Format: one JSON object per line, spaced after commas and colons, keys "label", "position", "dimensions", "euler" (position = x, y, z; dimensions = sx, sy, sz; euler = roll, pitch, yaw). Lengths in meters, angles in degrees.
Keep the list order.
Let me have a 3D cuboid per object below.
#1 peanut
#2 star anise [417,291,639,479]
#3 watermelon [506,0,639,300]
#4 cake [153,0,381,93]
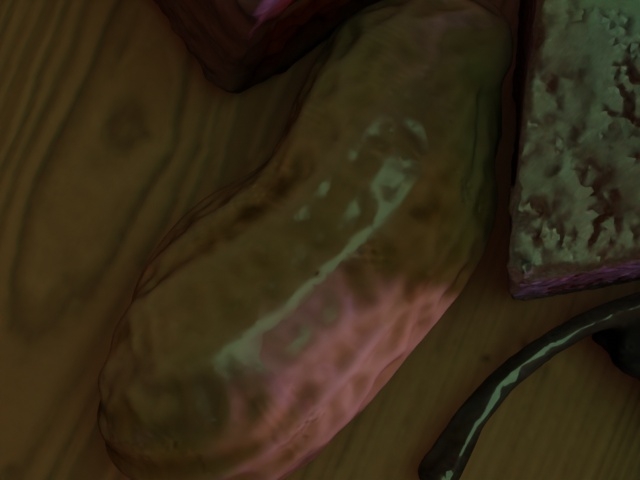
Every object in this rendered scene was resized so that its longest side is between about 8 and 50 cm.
{"label": "peanut", "position": [0.000, 0.000, 0.973], "dimensions": [0.140, 0.153, 0.325], "euler": [44, 73, -40]}
{"label": "star anise", "position": [0.281, 0.128, 1.008], "dimensions": [0.359, 0.139, 0.316], "euler": [-39, 87, -4]}
{"label": "watermelon", "position": [0.159, -0.063, 1.005], "dimensions": [0.201, 0.213, 0.262], "euler": [-40, 85, 4]}
{"label": "cake", "position": [0.010, -0.256, 0.962], "dimensions": [0.309, 0.237, 0.230], "euler": [-33, 90, -13]}
